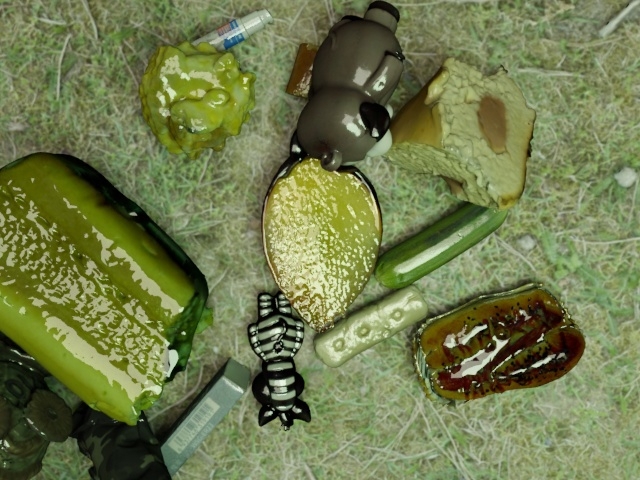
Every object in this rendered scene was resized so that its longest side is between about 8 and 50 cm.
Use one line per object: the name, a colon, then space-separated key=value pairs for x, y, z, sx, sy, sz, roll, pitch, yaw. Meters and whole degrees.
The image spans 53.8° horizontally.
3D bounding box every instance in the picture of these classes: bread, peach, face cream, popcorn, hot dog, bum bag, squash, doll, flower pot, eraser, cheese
bread: x=-0.334 y=0.054 z=0.901 sx=0.376 sy=0.208 sz=0.251 roll=42 pitch=82 yaw=-5
bread: x=0.221 y=-0.169 z=0.887 sx=0.184 sy=0.224 sz=0.211 roll=37 pitch=87 yaw=-10
peach: x=0.000 y=-0.002 z=0.971 sx=0.189 sy=0.068 sz=0.279 roll=4 pitch=93 yaw=-9
bread: x=-0.020 y=-0.257 z=0.958 sx=0.047 sy=0.036 sz=0.083 roll=18 pitch=94 yaw=2
face cream: x=-0.133 y=-0.312 z=0.953 sx=0.130 sy=0.034 sz=0.034 roll=-27 pitch=96 yaw=2
popcorn: x=-0.175 y=-0.209 z=0.913 sx=0.174 sy=0.142 sz=0.173 roll=2 pitch=98 yaw=18
hot dog: x=0.275 y=0.166 z=0.984 sx=0.271 sy=0.082 sz=0.162 roll=-18 pitch=94 yaw=3
bum bag: x=-0.277 y=0.327 z=0.906 sx=0.095 sy=0.340 sz=0.144 roll=33 pitch=95 yaw=-42
squash: x=0.185 y=0.003 z=0.974 sx=0.229 sy=0.066 sz=0.066 roll=-32 pitch=95 yaw=2
doll: x=0.042 y=-0.210 z=0.889 sx=0.117 sy=0.182 sz=0.257 roll=22 pitch=68 yaw=-37
flower pot: x=-0.518 y=0.250 z=0.882 sx=0.302 sy=0.301 sz=0.213 roll=-20 pitch=123 yaw=2
eraser: x=-0.195 y=0.285 z=0.987 sx=0.046 sy=0.092 sz=0.212 roll=40 pitch=95 yaw=-5
cheese: x=0.078 y=0.135 z=0.999 sx=0.194 sy=0.043 sz=0.065 roll=-31 pitch=91 yaw=5
doll: x=-0.067 y=0.189 z=0.991 sx=0.091 sy=0.067 sz=0.219 roll=-4 pitch=90 yaw=-15
